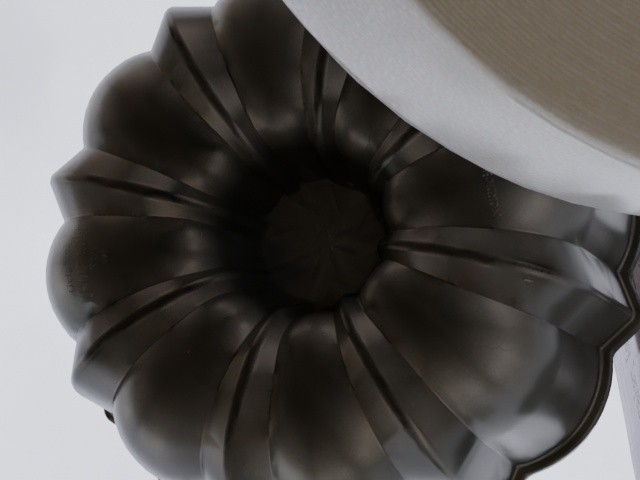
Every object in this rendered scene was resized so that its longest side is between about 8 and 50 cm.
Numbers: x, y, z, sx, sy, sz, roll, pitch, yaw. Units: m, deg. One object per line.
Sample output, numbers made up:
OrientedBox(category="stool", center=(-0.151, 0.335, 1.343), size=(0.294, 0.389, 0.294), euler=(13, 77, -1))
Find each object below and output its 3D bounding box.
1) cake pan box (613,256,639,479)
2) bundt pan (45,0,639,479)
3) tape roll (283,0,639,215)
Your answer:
OrientedBox(category="cake pan box", center=(0.294, 0.106, 0.899), size=(0.245, 0.070, 0.267), euler=(4, -142, -4))
OrientedBox(category="bundt pan", center=(0.000, 0.000, 0.849), size=(0.331, 0.124, 0.331), euler=(-3, -101, 16))
OrientedBox(category="tape roll", center=(0.128, -0.203, 0.543), size=(0.392, 0.072, 0.392), euler=(2, -94, -25))
